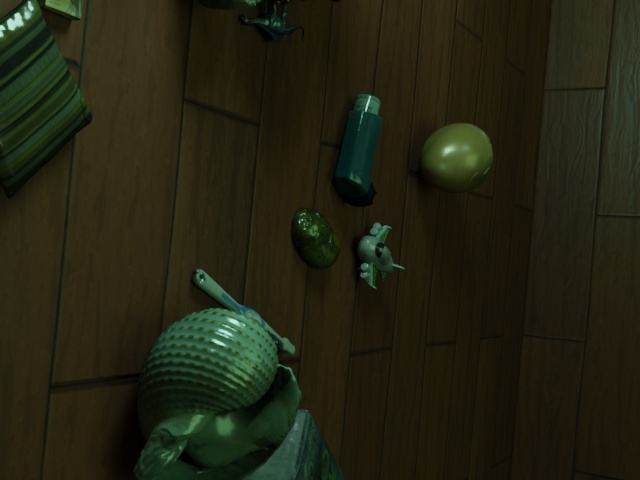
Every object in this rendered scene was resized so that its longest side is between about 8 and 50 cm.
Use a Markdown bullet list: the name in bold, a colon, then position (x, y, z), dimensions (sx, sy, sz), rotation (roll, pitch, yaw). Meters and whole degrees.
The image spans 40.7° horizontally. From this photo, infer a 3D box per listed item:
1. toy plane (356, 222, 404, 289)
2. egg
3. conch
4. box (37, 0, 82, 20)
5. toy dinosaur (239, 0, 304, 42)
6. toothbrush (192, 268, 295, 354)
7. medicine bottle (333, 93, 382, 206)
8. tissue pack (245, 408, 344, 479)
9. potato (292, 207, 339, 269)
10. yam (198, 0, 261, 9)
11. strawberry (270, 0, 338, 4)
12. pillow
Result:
- **toy plane**: position (0.148, 0.041, 2.210), dimensions (0.174, 0.080, 0.174), rotation (-10, 102, -57)
- **egg**: position (0.383, -0.232, 2.462), dimensions (0.244, 0.201, 0.201), rotation (-17, 109, -45)
- **conch**: position (-0.203, 0.276, 1.507), dimensions (0.319, 0.215, 0.303), rotation (-39, 128, -11)
- **box**: position (-0.380, -0.410, 1.282), dimensions (0.073, 0.020, 0.149), rotation (6, 88, -60)
- **toy dinosaur**: position (-0.094, -0.445, 1.755), dimensions (0.197, 0.045, 0.080), rotation (0, 105, -53)
- **toothbrush**: position (-0.146, 0.153, 1.751), dimensions (0.386, 0.040, 0.040), rotation (48, 53, -51)
- **medicine bottle**: position (0.096, -0.218, 2.079), dimensions (0.124, 0.079, 0.258), rotation (30, 67, -54)
- **tissue pack**: position (-0.054, 0.552, 1.791), dimensions (0.394, 0.124, 0.288), rotation (68, 30, -54)
- **potato**: position (0.000, 0.000, 1.973), dimensions (0.198, 0.054, 0.119), rotation (63, 40, -43)
- **yam**: position (-0.181, -0.571, 1.513), dimensions (0.133, 0.133, 0.330), rotation (-33, 117, -54)
- **strawberry**: position (-0.023, -0.592, 1.655), dimensions (0.274, 0.274, 0.220), rotation (32, 52, -57)
- **pillow**: position (-0.421, -0.203, 1.210), dimensions (0.208, 0.052, 0.212), rotation (-58, 143, -42)
